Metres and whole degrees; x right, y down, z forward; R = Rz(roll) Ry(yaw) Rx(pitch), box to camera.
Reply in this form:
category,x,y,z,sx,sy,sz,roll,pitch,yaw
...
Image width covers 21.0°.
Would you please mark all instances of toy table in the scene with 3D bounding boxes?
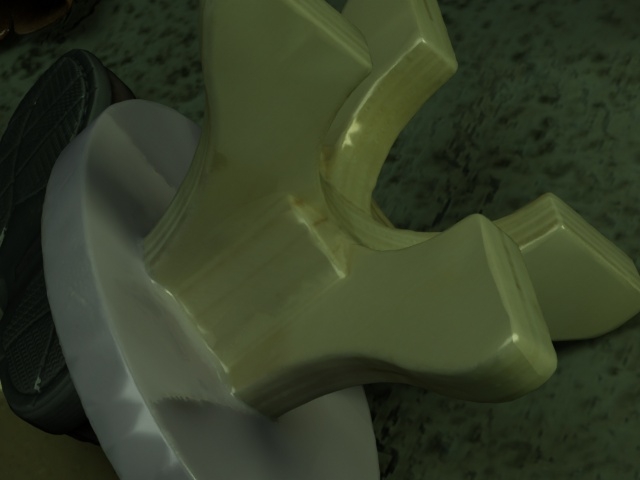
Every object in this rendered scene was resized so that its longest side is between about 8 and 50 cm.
category,x,y,z,sx,sy,sz,roll,pitch,yaw
toy table,0.000,0.000,0.714,0.161,0.252,0.274,-39,48,21

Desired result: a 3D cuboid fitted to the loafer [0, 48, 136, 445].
category,x,y,z,sx,sy,sz,roll,pitch,yaw
loafer,-0.107,0.008,0.864,0.109,0.095,0.302,-47,28,17

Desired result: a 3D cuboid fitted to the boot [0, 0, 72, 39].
category,x,y,z,sx,sy,sz,roll,pitch,yaw
boot,-0.143,-0.239,1.038,0.283,0.109,0.220,-12,52,26

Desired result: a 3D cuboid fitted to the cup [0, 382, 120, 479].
category,x,y,z,sx,sy,sz,roll,pitch,yaw
cup,-0.236,0.170,0.699,0.331,0.331,0.237,25,95,40
